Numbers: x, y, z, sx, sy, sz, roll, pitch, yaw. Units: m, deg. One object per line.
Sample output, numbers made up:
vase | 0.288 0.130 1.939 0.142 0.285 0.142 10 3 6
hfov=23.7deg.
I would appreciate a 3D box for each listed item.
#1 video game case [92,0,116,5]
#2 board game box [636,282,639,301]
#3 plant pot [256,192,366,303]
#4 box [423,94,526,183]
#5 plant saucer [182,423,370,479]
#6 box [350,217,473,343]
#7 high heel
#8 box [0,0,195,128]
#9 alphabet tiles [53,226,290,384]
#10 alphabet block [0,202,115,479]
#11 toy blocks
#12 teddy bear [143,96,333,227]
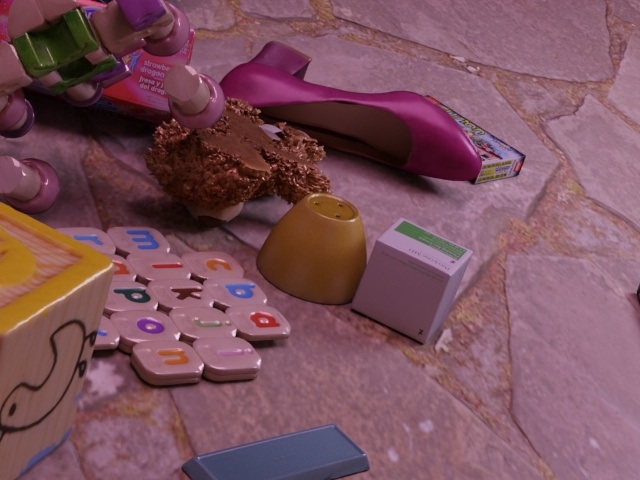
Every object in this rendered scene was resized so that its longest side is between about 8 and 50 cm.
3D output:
video game case | -0.352 -0.376 2.223 0.274 0.026 0.196 37 -1 -43
board game box | 0.490 0.134 1.947 0.136 0.030 0.260 13 26 -5
plant pot | 0.000 0.000 1.819 0.134 0.095 0.134 14 26 -7
box | 0.197 -0.156 2.314 0.207 0.036 0.114 36 31 32
plant saucer | -0.039 0.213 1.470 0.192 0.018 0.067 -8 36 -41
box | 0.107 0.046 1.791 0.101 0.102 0.087 26 29 13
high heel | 0.033 -0.144 2.139 0.377 0.127 0.181 24 45 14
box | -0.303 -0.243 2.016 0.256 0.123 0.128 15 -9 -7
alphabet tiles | -0.184 0.066 1.658 0.278 0.021 0.284 -2 32 -34
alphabet block | -0.321 0.089 1.325 0.193 0.197 0.192 25 27 13
toy blocks | -0.287 -0.220 1.790 0.309 0.288 0.260 63 2 6
teddy bear | -0.106 -0.095 1.952 0.245 0.113 0.338 21 18 -10
